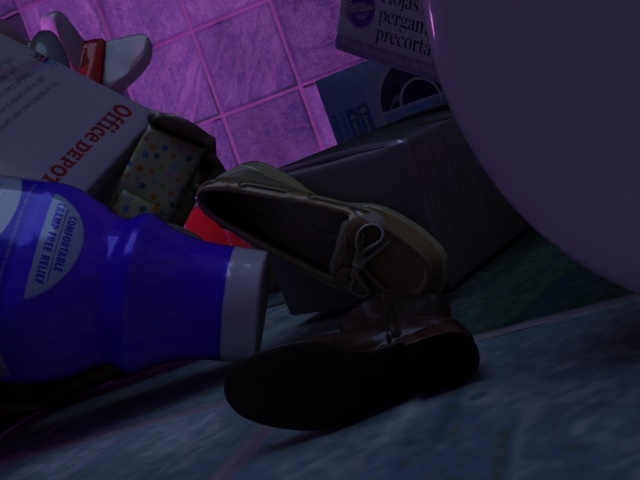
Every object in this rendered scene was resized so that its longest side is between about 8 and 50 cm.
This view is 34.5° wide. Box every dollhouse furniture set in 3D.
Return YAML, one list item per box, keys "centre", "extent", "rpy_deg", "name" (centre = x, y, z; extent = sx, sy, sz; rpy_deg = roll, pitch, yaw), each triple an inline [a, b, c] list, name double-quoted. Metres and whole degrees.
- centre: [-0.102, 0.016, 0.832]
  extent: [0.101, 0.161, 0.182]
  rpy_deg: [105, -171, -73]
  name: "dollhouse furniture set"

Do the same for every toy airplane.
- centre: [-0.285, -0.105, 1.314]
  extent: [0.272, 0.384, 0.386]
  rpy_deg: [10, 21, 23]
  name: "toy airplane"

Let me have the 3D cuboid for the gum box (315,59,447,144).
- centre: [0.102, -0.090, 0.854]
  extent: [0.184, 0.157, 0.041]
  rpy_deg: [-15, 8, 34]
  name: "gum box"

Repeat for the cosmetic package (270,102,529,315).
- centre: [0.072, -0.036, 0.721]
  extent: [0.127, 0.107, 0.238]
  rpy_deg: [-13, 12, 32]
  name: "cosmetic package"

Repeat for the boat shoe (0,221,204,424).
- centre: [-0.222, 0.066, 0.684]
  extent: [0.324, 0.123, 0.116]
  rpy_deg: [-22, 8, -7]
  name: "boat shoe"

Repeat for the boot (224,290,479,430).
- centre: [0.013, 0.047, 0.460]
  extent: [0.106, 0.037, 0.114]
  rpy_deg: [-7, 9, -1]
  name: "boot"

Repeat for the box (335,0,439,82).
- centre: [0.148, -0.121, 0.684]
  extent: [0.067, 0.063, 0.324]
  rpy_deg: [-14, 31, -43]
  name: "box"

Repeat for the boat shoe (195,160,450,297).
- centre: [0.000, -0.002, 0.598]
  extent: [0.153, 0.056, 0.048]
  rpy_deg: [28, 25, 19]
  name: "boat shoe"

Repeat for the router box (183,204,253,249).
- centre: [0.026, -0.062, 1.226]
  extent: [0.301, 0.082, 0.335]
  rpy_deg: [-17, 6, 29]
  name: "router box"

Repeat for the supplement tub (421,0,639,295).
- centre: [0.214, -0.121, 0.410]
  extent: [0.228, 0.228, 0.316]
  rpy_deg: [-14, 8, 46]
  name: "supplement tub"

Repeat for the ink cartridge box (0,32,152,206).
- centre: [-0.313, -0.052, 0.858]
  extent: [0.197, 0.270, 0.198]
  rpy_deg: [-62, 2, 32]
  name: "ink cartridge box"

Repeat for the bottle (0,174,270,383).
- centre: [-0.172, 0.023, 0.594]
  extent: [0.283, 0.118, 0.092]
  rpy_deg: [7, -32, 2]
  name: "bottle"
